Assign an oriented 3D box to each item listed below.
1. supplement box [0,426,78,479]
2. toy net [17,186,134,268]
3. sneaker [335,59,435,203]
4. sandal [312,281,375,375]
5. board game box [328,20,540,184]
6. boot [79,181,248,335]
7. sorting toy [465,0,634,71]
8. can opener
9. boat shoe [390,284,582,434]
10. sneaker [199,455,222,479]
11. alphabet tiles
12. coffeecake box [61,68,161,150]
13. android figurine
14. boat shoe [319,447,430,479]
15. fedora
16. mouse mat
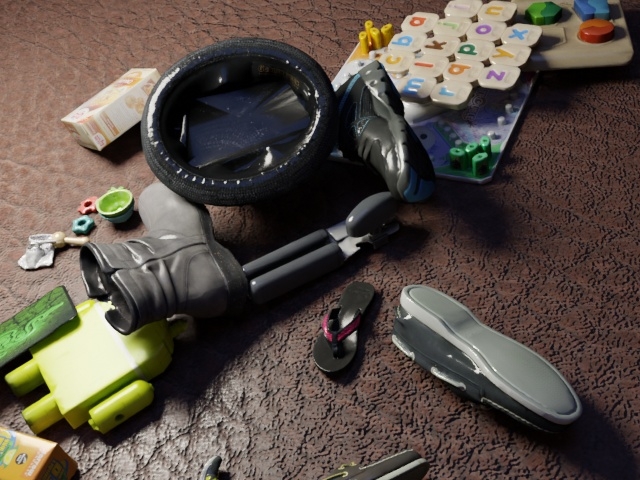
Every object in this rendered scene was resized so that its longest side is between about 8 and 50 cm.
[{"bbox_3d":[-0.464,0.306,1.223,0.233,0.080,0.078,9,51,20],"label":"supplement box"},{"bbox_3d":[-0.449,-0.032,1.573,0.232,0.045,0.122,-29,47,-14],"label":"toy net"},{"bbox_3d":[0.093,-0.161,1.459,0.139,0.125,0.341,-28,40,12],"label":"sneaker"},{"bbox_3d":[0.033,0.122,1.298,0.067,0.040,0.179,7,49,21],"label":"sandal"},{"bbox_3d":[0.187,-0.280,1.646,0.389,0.050,0.390,12,50,24],"label":"board game box"},{"bbox_3d":[-0.277,0.008,1.371,0.222,0.118,0.338,-3,33,-36],"label":"boot"},{"bbox_3d":[0.420,-0.404,1.646,0.307,0.041,0.229,-1,46,11],"label":"sorting toy"},{"bbox_3d":[0.000,0.000,1.386,0.283,0.095,0.076,-25,45,-20],"label":"can opener"},{"bbox_3d":[0.214,0.172,1.172,0.114,0.091,0.302,-4,32,-38],"label":"boat shoe"},{"bbox_3d":[-0.145,0.327,1.156,0.035,0.031,0.083,17,56,11],"label":"sneaker"},{"bbox_3d":[0.258,-0.354,1.627,0.277,0.021,0.284,15,59,28],"label":"alphabet tiles"},{"bbox_3d":[-0.406,-0.264,1.732,0.185,0.068,0.142,-42,28,-18],"label":"coffeecake box"},{"bbox_3d":[-0.337,0.178,1.331,0.272,0.056,0.248,-33,47,-16],"label":"android figurine"},{"bbox_3d":[0.027,0.316,1.081,0.227,0.081,0.069,-28,50,-10],"label":"boat shoe"},{"bbox_3d":[-0.129,-0.182,1.489,0.333,0.152,0.334,-2,73,6],"label":"fedora"},{"bbox_3d":[-0.480,0.146,1.389,0.189,0.007,0.152,-36,28,-12],"label":"mouse mat"}]
